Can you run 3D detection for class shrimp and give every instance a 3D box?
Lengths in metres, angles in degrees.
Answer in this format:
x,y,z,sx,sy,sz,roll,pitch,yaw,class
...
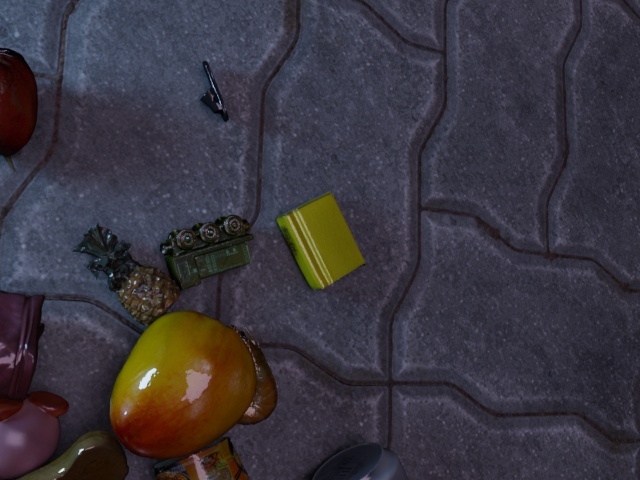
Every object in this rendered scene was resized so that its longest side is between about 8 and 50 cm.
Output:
x,y,z,sx,sy,sz,roll,pitch,yaw,class
-0.183,0.321,1.579,0.150,0.068,0.249,-12,93,-22,shrimp

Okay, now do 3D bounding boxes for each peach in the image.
x,y,z,sx,sy,sz,roll,pitch,yaw,class
-0.290,0.315,1.397,0.289,0.289,0.308,29,55,-20,peach

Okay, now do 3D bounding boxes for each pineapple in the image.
x,y,z,sx,sy,sz,roll,pitch,yaw,class
-0.430,0.075,1.462,0.248,0.128,0.128,44,66,-9,pineapple

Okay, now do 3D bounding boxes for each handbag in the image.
x,y,z,sx,sy,sz,roll,pitch,yaw,class
-0.614,0.199,1.294,0.135,0.225,0.146,11,120,-25,handbag

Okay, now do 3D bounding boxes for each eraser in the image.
x,y,z,sx,sy,sz,roll,pitch,yaw,class
0.000,0.000,1.709,0.158,0.069,0.226,-28,95,-26,eraser

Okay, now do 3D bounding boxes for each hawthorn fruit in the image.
x,y,z,sx,sy,sz,roll,pitch,yaw,class
-0.672,-0.266,1.365,0.189,0.189,0.251,-11,107,-27,hawthorn fruit

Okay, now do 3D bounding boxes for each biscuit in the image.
x,y,z,sx,sy,sz,roll,pitch,yaw,class
-0.558,0.530,1.273,0.394,0.076,0.368,-19,125,-25,biscuit

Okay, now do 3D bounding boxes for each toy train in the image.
x,y,z,sx,sy,sz,roll,pitch,yaw,class
-0.261,0.023,1.569,0.225,0.090,0.137,-18,98,-28,toy train

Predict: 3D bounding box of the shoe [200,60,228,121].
x,y,z,sx,sy,sz,roll,pitch,yaw,class
-0.274,-0.361,1.632,0.053,0.062,0.159,-19,92,-15,shoe

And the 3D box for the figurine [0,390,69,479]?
x,y,z,sx,sy,sz,roll,pitch,yaw,class
-0.601,0.386,1.303,0.173,0.173,0.173,4,81,-26,figurine

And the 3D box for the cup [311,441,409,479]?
x,y,z,sx,sy,sz,roll,pitch,yaw,class
0.098,0.695,1.590,0.322,0.237,0.327,-27,97,3,cup

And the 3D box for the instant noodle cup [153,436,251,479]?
x,y,z,sx,sy,sz,roll,pitch,yaw,class
-0.248,0.542,1.436,0.230,0.230,0.182,-16,80,-27,instant noodle cup
